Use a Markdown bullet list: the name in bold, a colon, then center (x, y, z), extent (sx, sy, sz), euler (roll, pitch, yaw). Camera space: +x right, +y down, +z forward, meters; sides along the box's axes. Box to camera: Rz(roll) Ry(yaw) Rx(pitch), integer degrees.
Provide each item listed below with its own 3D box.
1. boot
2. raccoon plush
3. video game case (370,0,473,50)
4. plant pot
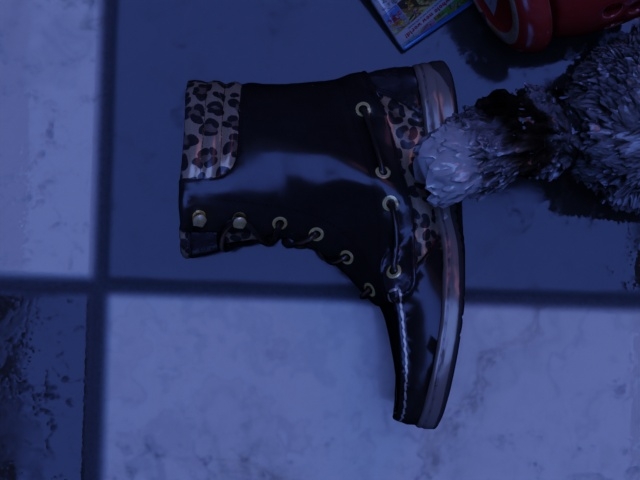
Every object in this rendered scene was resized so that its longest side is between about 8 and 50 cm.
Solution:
- **boot**: center (0.000, 0.000, 1.168), extent (0.284, 0.138, 0.377), euler (1, 86, -3)
- **raccoon plush**: center (0.348, -0.103, 1.053), extent (0.446, 0.299, 0.216), euler (-28, 97, -21)
- **video game case**: center (0.092, -0.304, 1.216), extent (0.119, 0.015, 0.166), euler (-35, 104, -2)
- **plant pot**: center (0.242, -0.289, 1.148), extent (0.174, 0.191, 0.191), euler (-28, 90, -5)
